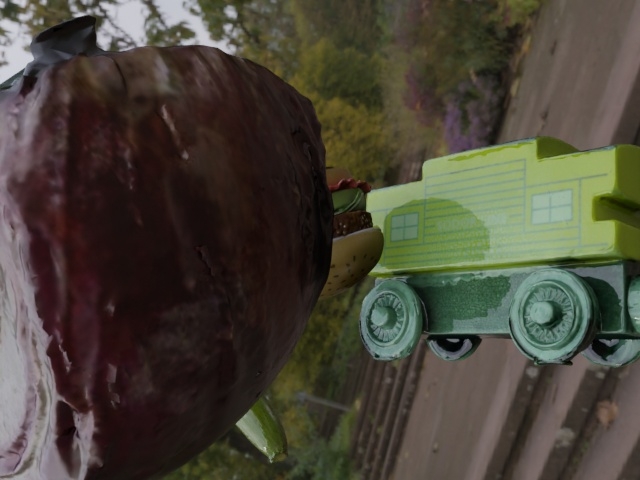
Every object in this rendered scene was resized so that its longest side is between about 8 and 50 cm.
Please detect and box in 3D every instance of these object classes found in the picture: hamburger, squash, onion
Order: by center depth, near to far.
[{"bbox_3d":[-0.072,0.040,0.467,0.280,0.146,0.314,-18,-42,-39],"label":"onion"},{"bbox_3d":[-0.003,0.001,0.981,0.175,0.175,0.137,73,173,-75],"label":"hamburger"},{"bbox_3d":[-0.113,0.241,1.180,0.066,0.201,0.066,-32,-25,-17],"label":"squash"}]

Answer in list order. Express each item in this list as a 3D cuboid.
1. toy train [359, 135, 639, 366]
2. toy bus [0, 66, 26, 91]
[{"bbox_3d":[0.222,0.018,0.991,0.179,0.442,0.273,12,-103,-42],"label":"toy train"},{"bbox_3d":[-0.469,-0.208,1.442,0.343,0.183,0.200,-81,-8,-64],"label":"toy bus"}]
